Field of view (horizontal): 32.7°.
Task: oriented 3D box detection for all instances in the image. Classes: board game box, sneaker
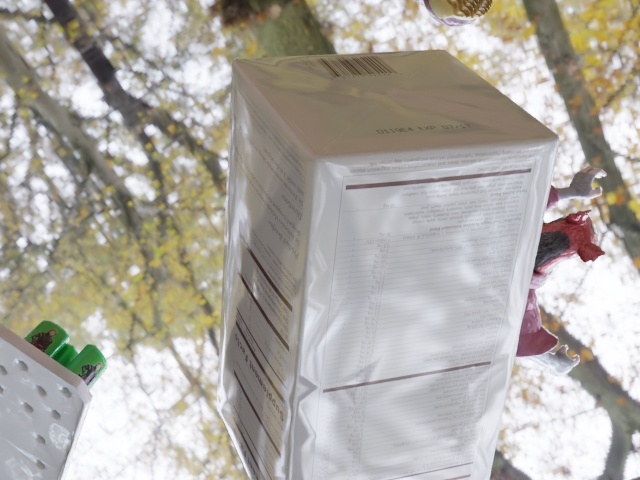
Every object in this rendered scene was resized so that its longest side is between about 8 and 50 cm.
[{"bbox_3d":[-0.390,0.112,1.006,0.390,0.390,0.050,33,-131,4],"label":"board game box"},{"bbox_3d":[0.111,-0.235,1.001,0.084,0.070,0.185,-21,-158,31],"label":"sneaker"}]

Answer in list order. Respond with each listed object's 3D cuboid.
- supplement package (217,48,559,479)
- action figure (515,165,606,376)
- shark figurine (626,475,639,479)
[{"bbox_3d":[0.024,0.030,0.625,0.139,0.244,0.134,-6,-149,-21],"label":"supplement package"},{"bbox_3d":[0.185,0.023,1.286,0.370,0.275,0.248,-37,-135,57],"label":"action figure"},{"bbox_3d":[0.290,0.312,1.098,0.166,0.116,0.278,7,-139,25],"label":"shark figurine"}]
